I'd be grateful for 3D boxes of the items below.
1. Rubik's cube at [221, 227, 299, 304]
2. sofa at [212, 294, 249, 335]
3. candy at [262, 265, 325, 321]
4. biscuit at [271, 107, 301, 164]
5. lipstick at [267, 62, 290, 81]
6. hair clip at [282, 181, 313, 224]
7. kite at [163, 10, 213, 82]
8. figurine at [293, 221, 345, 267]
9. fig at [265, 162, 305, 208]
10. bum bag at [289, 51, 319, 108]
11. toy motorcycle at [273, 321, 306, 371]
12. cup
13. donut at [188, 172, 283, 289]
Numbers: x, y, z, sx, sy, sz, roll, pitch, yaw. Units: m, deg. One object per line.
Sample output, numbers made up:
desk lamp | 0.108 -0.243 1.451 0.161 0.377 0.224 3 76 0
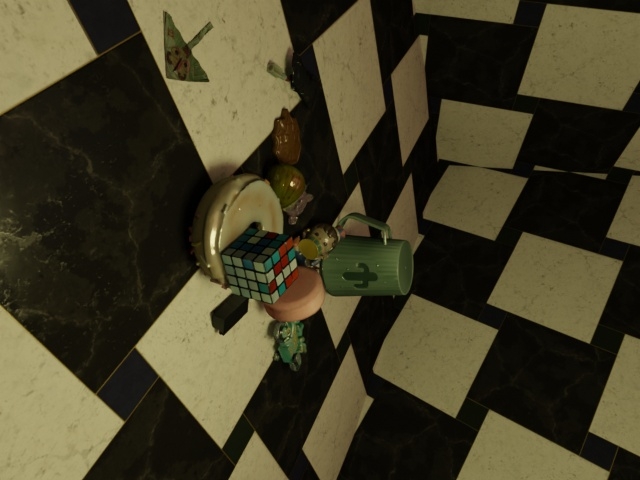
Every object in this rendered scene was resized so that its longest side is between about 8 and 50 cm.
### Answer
Rubik's cube | -0.175 0.074 1.349 0.151 0.154 0.155 -48 139 -45
sofa | -0.311 0.246 1.562 0.147 0.060 0.085 -46 153 -49
candy | -0.098 0.196 1.736 0.255 0.255 0.094 -54 142 -43
biscuit | -0.126 -0.395 1.744 0.182 0.034 0.215 -33 126 -56
lipstick | -0.146 -0.602 1.651 0.129 0.030 0.030 7 91 -63
hair clip | -0.099 -0.175 1.842 0.146 0.056 0.187 52 54 -46
kite | -0.365 -0.537 1.268 0.250 0.012 0.229 -67 151 -28
figurine | -0.006 0.004 1.959 0.161 0.158 0.275 50 42 -4
fig | -0.145 -0.151 1.668 0.151 0.151 0.259 22 82 -62
bum bag | -0.067 -0.614 1.770 0.248 0.060 0.123 31 69 -63
toy motorcycle | -0.128 0.414 1.922 0.198 0.109 0.296 -66 149 -47
cup | 0.210 0.092 2.171 0.401 0.392 0.310 65 36 -40
donut | -0.266 -0.029 1.460 0.383 0.142 0.382 -27 122 -57
